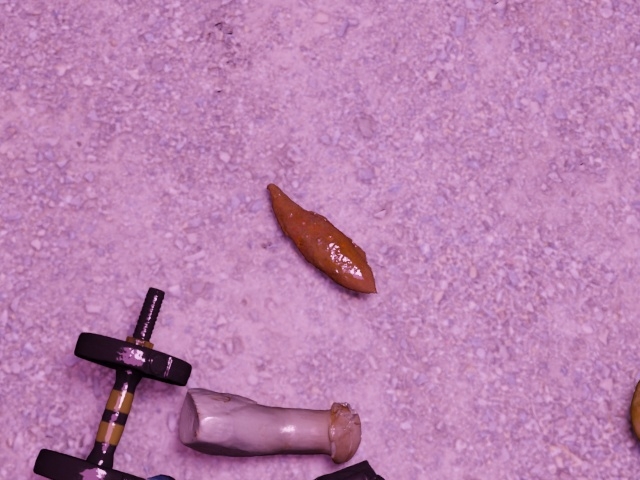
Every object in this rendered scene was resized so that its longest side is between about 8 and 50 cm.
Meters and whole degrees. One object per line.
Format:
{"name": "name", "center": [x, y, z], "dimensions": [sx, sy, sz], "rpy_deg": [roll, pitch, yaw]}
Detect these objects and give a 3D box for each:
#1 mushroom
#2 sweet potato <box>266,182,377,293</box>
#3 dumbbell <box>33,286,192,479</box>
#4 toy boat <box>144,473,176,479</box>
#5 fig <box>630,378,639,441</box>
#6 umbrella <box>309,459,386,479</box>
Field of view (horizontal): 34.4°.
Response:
{"name": "mushroom", "center": [-0.059, 0.230, 1.265], "dimensions": [0.223, 0.092, 0.081], "rpy_deg": [9, 53, -11]}
{"name": "sweet potato", "center": [0.000, 0.000, 1.343], "dimensions": [0.206, 0.060, 0.068], "rpy_deg": [43, 41, 9]}
{"name": "dumbbell", "center": [-0.246, 0.211, 1.234], "dimensions": [0.143, 0.143, 0.325], "rpy_deg": [16, 76, 2]}
{"name": "toy boat", "center": [-0.187, 0.397, 1.140], "dimensions": [0.129, 0.142, 0.309], "rpy_deg": [6, 106, 6]}
{"name": "fig", "center": [0.459, 0.216, 1.270], "dimensions": [0.153, 0.121, 0.136], "rpy_deg": [36, 82, 6]}
{"name": "umbrella", "center": [-0.079, 0.339, 1.230], "dimensions": [0.340, 0.118, 0.118], "rpy_deg": [-7, 76, -2]}
